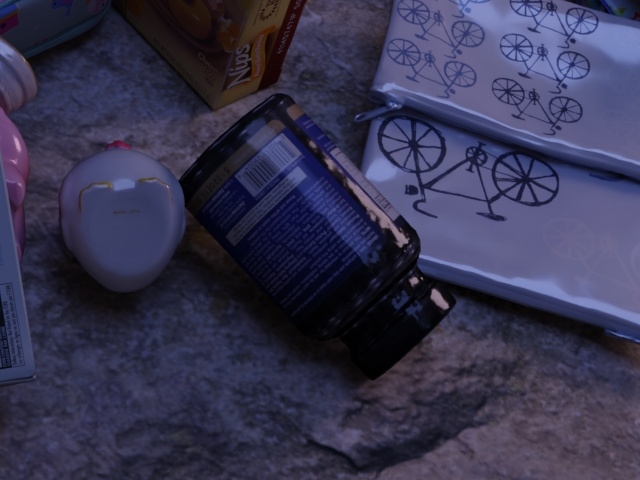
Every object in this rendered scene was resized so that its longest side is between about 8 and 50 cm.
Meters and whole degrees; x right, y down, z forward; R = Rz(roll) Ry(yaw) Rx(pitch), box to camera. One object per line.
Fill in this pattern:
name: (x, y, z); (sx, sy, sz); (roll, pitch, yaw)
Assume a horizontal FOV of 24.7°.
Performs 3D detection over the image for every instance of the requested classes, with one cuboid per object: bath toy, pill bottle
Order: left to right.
bath toy: (-0.277, -0.039, 1.098); (0.348, 0.129, 0.151); (4, 97, -16)
pill bottle: (0.000, 0.000, 1.156); (0.219, 0.123, 0.123); (47, 50, 1)

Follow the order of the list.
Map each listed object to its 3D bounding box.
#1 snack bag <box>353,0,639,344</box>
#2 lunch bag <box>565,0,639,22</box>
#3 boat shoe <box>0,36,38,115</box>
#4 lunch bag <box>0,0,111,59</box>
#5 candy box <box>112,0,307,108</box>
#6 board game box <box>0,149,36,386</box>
snack bag: (0.192, -0.086, 1.320); (0.323, 0.037, 0.342); (17, 60, -3)
lunch bag: (0.306, -0.242, 1.501); (0.129, 0.096, 0.151); (-21, 73, -33)
boat shoe: (-0.357, -0.134, 1.141); (0.277, 0.098, 0.096); (15, 54, 15)
lunch bag: (-0.330, -0.269, 1.263); (0.279, 0.108, 0.224); (43, 55, 16)
candy box: (-0.144, -0.292, 1.305); (0.088, 0.183, 0.316); (-29, 67, -37)
board game box: (-0.357, 0.009, 0.951); (0.303, 0.097, 0.224); (-8, 87, -19)
